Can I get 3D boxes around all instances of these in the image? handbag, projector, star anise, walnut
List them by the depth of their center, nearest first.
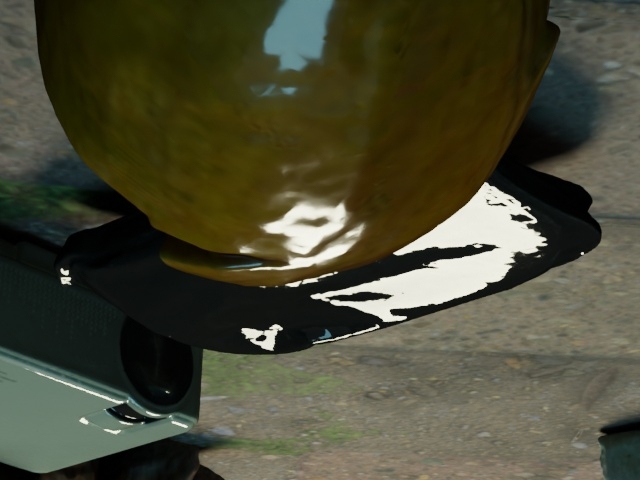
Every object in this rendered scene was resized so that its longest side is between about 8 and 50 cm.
[{"bbox_3d":[-0.006,-0.116,0.637,0.209,0.209,0.336,5,146,-8],"label":"walnut"},{"bbox_3d":[-0.002,0.001,1.032,0.332,0.075,0.191,-19,149,38],"label":"handbag"},{"bbox_3d":[-0.232,0.077,1.178,0.192,0.099,0.257,-19,148,38],"label":"projector"},{"bbox_3d":[-0.215,0.254,1.532,0.332,0.117,0.331,2,156,1],"label":"star anise"}]

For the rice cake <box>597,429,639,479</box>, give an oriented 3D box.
[{"bbox_3d":[0.391,0.167,1.389,0.336,0.066,0.063,-17,158,35],"label":"rice cake"}]
